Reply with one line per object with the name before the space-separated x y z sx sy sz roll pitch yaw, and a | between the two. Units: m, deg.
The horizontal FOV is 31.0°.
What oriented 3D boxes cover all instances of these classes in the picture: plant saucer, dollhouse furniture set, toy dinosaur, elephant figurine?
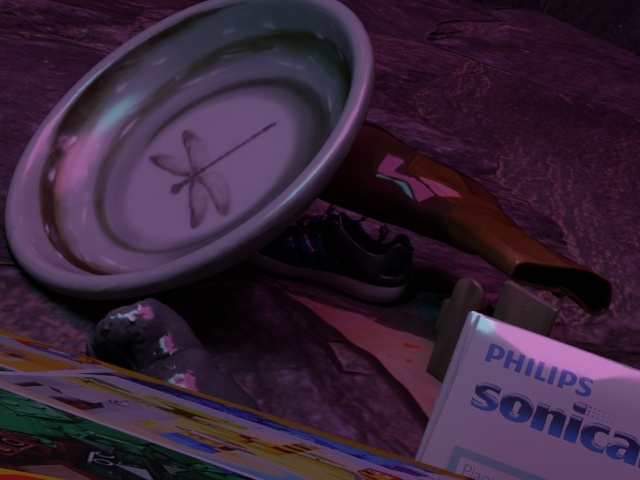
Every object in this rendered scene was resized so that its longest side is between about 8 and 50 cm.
plant saucer | -0.117 -0.083 1.135 0.400 0.100 0.400 -18 44 18
dollhouse furniture set | 0.189 0.076 1.112 0.144 0.123 0.151 32 28 35
toy dinosaur | 0.037 -0.018 1.353 0.082 0.047 0.090 21 3 -40
elephant figurine | -0.157 0.155 0.707 0.239 0.186 0.169 -32 94 -48

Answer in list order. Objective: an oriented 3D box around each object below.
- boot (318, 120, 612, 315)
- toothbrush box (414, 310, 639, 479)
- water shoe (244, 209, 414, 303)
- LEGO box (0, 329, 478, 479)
boot | 0.118 -0.015 1.155 0.264 0.096 0.280 24 13 -33
toothbrush box | 0.171 0.158 0.726 0.216 0.126 0.295 20 -12 10
water shoe | 0.000 0.000 1.226 0.203 0.080 0.073 17 21 3
LEGO box | -0.162 0.142 0.440 0.500 0.193 0.372 16 -2 10
